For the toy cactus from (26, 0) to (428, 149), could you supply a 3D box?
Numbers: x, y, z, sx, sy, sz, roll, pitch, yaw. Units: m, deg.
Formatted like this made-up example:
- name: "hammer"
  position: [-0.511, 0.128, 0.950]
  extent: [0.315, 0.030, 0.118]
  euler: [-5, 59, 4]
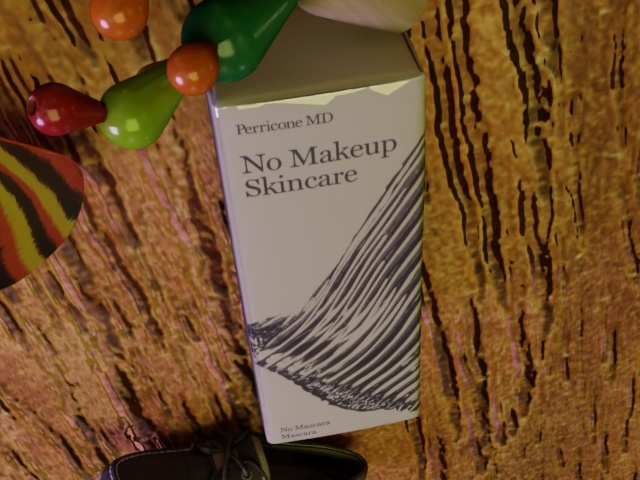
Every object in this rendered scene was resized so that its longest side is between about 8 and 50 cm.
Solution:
- name: "toy cactus"
  position: [-0.031, -0.134, 0.398]
  extent: [0.180, 0.112, 0.219]
  euler: [16, 86, -40]

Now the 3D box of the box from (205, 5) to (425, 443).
- name: "box"
  position: [0.000, 0.000, 0.549]
  extent: [0.113, 0.094, 0.275]
  euler: [-10, 133, -4]

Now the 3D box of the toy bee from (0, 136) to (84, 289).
- name: "toy bee"
  position: [-0.268, -0.021, 0.414]
  extent: [0.298, 0.162, 0.195]
  euler: [22, 166, -21]

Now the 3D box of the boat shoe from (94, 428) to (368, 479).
- name: "boat shoe"
  position: [-0.063, 0.183, 0.711]
  extent: [0.223, 0.080, 0.073]
  euler: [12, 121, -31]
